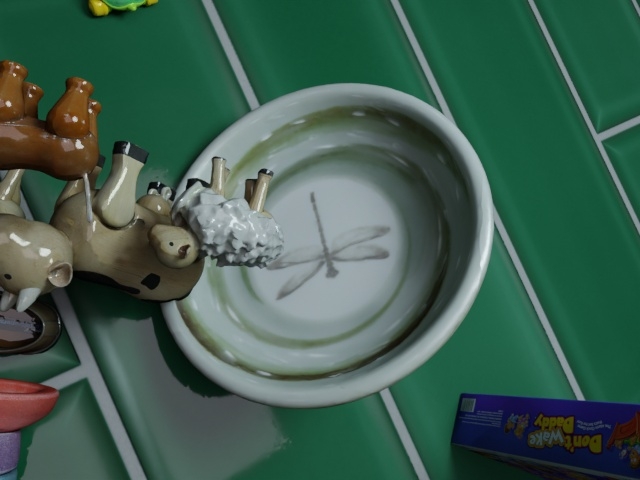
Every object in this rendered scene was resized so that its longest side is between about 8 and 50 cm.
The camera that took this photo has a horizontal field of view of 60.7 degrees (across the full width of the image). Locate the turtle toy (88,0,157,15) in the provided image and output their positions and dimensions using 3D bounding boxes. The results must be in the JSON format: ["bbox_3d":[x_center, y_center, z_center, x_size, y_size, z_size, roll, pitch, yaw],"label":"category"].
[{"bbox_3d":[-0.273,-0.360,0.716,0.095,0.066,0.130,-28,90,-28],"label":"turtle toy"}]

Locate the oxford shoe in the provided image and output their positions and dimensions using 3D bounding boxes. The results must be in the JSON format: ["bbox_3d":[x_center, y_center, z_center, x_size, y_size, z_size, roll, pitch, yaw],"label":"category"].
[{"bbox_3d":[-0.383,0.070,0.543,0.227,0.096,0.082,7,79,-20],"label":"oxford shoe"}]

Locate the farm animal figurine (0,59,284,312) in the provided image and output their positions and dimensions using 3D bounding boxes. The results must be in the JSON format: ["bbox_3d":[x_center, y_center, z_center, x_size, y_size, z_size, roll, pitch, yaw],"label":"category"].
[{"bbox_3d":[-0.247,-0.010,0.529,0.327,0.330,0.172,20,74,-37],"label":"farm animal figurine"}]

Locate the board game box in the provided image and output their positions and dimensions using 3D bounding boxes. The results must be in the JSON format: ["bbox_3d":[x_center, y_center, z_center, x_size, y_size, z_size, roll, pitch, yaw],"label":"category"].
[{"bbox_3d":[0.371,0.274,0.696,0.233,0.347,0.078,25,69,-17],"label":"board game box"}]

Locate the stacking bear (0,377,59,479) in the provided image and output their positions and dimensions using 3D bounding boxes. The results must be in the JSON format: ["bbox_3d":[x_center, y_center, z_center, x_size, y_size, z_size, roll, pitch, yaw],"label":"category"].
[{"bbox_3d":[-0.366,0.265,0.475,0.176,0.164,0.288,17,75,-20],"label":"stacking bear"}]

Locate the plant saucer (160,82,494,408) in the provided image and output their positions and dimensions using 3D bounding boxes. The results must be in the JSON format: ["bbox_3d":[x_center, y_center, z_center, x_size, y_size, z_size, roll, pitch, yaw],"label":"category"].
[{"bbox_3d":[0.000,0.000,0.658,0.401,0.100,0.400,-7,65,16],"label":"plant saucer"}]
